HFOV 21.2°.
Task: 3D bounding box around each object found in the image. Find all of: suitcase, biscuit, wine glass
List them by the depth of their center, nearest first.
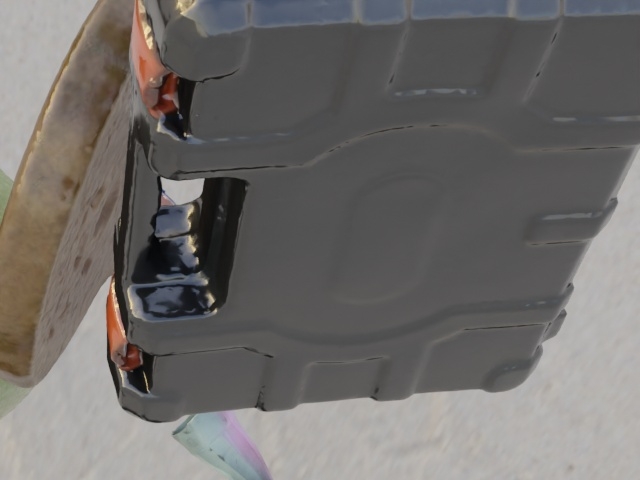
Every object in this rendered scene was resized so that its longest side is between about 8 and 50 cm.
[{"bbox_3d":[0.021,-0.023,0.686,0.206,0.285,0.066,-4,57,-13],"label":"suitcase"},{"bbox_3d":[-0.127,-0.052,0.985,0.049,0.273,0.257,25,35,1],"label":"biscuit"},{"bbox_3d":[-0.089,0.247,1.930,0.155,0.073,0.073,45,56,-7],"label":"wine glass"}]

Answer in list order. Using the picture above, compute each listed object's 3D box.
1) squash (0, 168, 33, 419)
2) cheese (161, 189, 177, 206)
[{"bbox_3d":[-0.373,0.061,1.249,0.263,0.263,0.384,34,12,9],"label":"squash"},{"bbox_3d":[-0.130,0.043,1.770,0.074,0.189,0.286,-20,66,-44],"label":"cheese"}]
